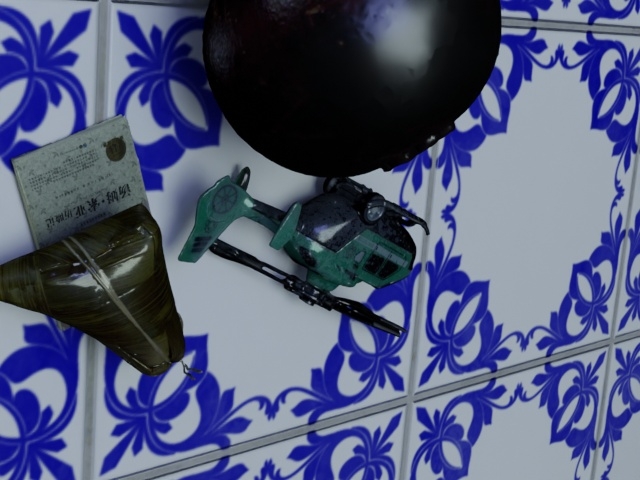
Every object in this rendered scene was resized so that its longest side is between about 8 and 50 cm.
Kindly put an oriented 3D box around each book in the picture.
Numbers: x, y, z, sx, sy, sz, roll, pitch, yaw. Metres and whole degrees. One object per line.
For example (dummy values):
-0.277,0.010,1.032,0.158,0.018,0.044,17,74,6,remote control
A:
-0.219,-0.016,1.073,0.127,0.014,0.182,-28,120,-35,book

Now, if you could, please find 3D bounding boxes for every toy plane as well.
0.000,0.000,1.242,0.381,0.106,0.155,24,96,-51,toy plane

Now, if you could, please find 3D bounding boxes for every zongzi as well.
-0.221,0.077,1.044,0.184,0.084,0.187,-24,125,-19,zongzi

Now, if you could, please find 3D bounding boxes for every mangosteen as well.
0.023,-0.216,1.063,0.297,0.297,0.313,-36,121,-32,mangosteen
